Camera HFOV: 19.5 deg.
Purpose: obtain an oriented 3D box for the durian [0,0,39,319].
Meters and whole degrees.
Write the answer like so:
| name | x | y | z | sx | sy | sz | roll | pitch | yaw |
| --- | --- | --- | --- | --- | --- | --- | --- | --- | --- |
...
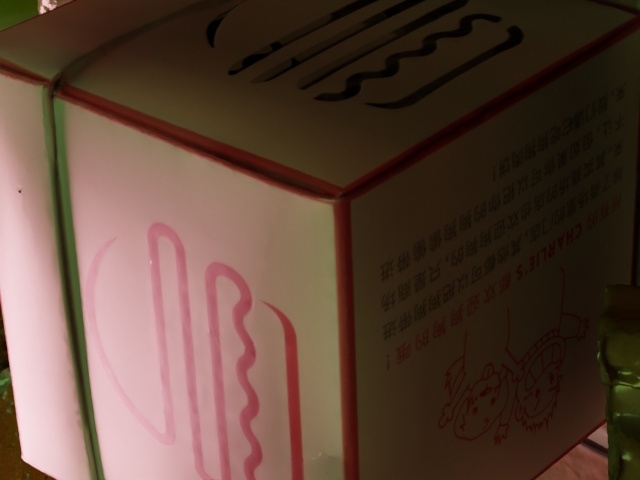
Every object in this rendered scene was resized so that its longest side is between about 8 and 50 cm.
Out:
| name | x | y | z | sx | sy | sz | roll | pitch | yaw |
| --- | --- | --- | --- | --- | --- | --- | --- | --- | --- |
| durian | -0.217 | -0.103 | 1.468 | 0.255 | 0.204 | 0.340 | -2 | 117 | 7 |

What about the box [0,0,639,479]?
| name | x | y | z | sx | sy | sz | roll | pitch | yaw |
| --- | --- | --- | --- | --- | --- | --- | --- | --- | --- |
| box | 0.000 | 0.000 | 1.184 | 0.300 | 0.314 | 0.312 | 22 | 128 | 36 |

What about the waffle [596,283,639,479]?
| name | x | y | z | sx | sy | sz | roll | pitch | yaw |
| --- | --- | --- | --- | --- | --- | --- | --- | --- | --- |
| waffle | 0.307 | 0.188 | 1.054 | 0.304 | 0.077 | 0.348 | 4 | 119 | 15 |

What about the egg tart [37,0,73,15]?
| name | x | y | z | sx | sy | sz | roll | pitch | yaw |
| --- | --- | --- | --- | --- | --- | --- | --- | --- | --- |
| egg tart | -0.118 | -0.208 | 1.287 | 0.078 | 0.197 | 0.197 | 56 | 143 | 19 |

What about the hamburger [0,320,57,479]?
| name | x | y | z | sx | sy | sz | roll | pitch | yaw |
| --- | --- | --- | --- | --- | --- | --- | --- | --- | --- |
| hamburger | -0.266 | 0.163 | 1.684 | 0.167 | 0.192 | 0.288 | -155 | 46 | -69 |
